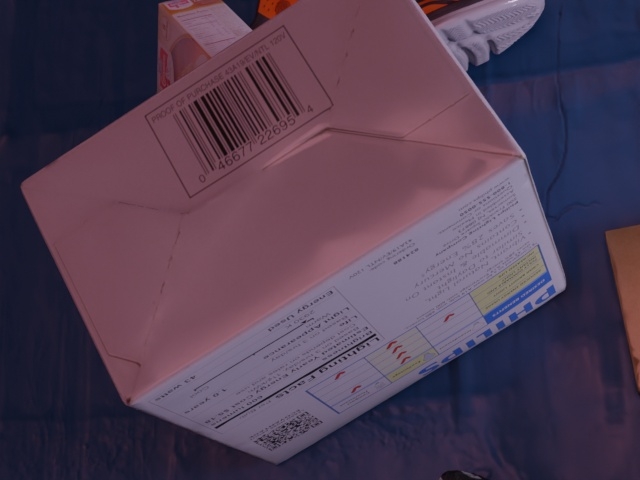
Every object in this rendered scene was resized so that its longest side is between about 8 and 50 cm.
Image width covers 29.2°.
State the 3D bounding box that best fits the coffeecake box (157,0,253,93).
[{"bbox_3d":[-0.097,-0.144,1.253,0.068,0.142,0.185,-18,46,-27],"label":"coffeecake box"}]

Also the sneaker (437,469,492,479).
[{"bbox_3d":[0.208,0.416,0.999,0.447,0.169,0.257,37,97,37],"label":"sneaker"}]

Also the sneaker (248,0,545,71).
[{"bbox_3d":[0.060,-0.250,1.279,0.321,0.124,0.180,-19,71,9],"label":"sneaker"}]

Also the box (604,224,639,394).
[{"bbox_3d":[0.384,0.049,1.158,0.201,0.021,0.164,-12,71,12],"label":"box"}]

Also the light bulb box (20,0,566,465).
[{"bbox_3d":[0.000,0.000,1.096,0.358,0.361,0.225,-32,67,5],"label":"light bulb box"}]
